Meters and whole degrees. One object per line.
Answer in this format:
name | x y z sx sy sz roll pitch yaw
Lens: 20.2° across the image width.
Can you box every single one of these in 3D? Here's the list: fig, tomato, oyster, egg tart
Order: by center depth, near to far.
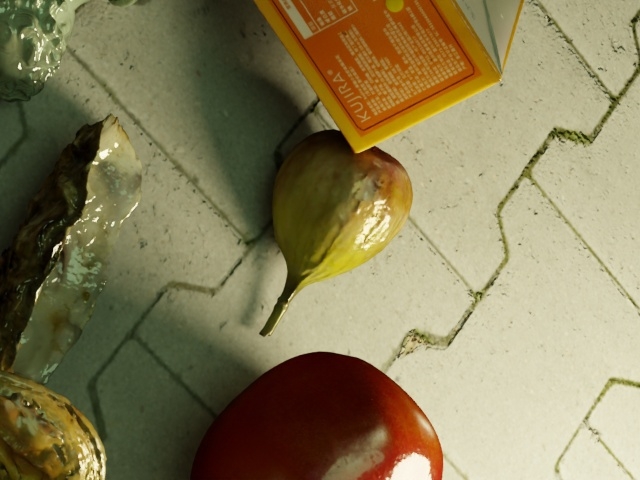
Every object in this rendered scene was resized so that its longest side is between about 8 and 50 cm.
egg tart | -0.353 0.227 1.764 0.297 0.132 0.297 -2 121 -4
oyster | -0.288 0.024 1.834 0.111 0.204 0.396 21 68 7
tomato | -0.006 0.249 1.967 0.298 0.298 0.226 -13 54 -34
fig | 0.000 0.000 2.063 0.159 0.159 0.257 32 86 -28

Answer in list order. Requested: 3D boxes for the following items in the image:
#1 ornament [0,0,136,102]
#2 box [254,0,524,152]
ornament | -0.266 -0.273 1.892 0.285 0.120 0.130 -50 124 -24
box | 0.064 -0.295 2.020 0.283 0.214 0.259 56 24 -18
